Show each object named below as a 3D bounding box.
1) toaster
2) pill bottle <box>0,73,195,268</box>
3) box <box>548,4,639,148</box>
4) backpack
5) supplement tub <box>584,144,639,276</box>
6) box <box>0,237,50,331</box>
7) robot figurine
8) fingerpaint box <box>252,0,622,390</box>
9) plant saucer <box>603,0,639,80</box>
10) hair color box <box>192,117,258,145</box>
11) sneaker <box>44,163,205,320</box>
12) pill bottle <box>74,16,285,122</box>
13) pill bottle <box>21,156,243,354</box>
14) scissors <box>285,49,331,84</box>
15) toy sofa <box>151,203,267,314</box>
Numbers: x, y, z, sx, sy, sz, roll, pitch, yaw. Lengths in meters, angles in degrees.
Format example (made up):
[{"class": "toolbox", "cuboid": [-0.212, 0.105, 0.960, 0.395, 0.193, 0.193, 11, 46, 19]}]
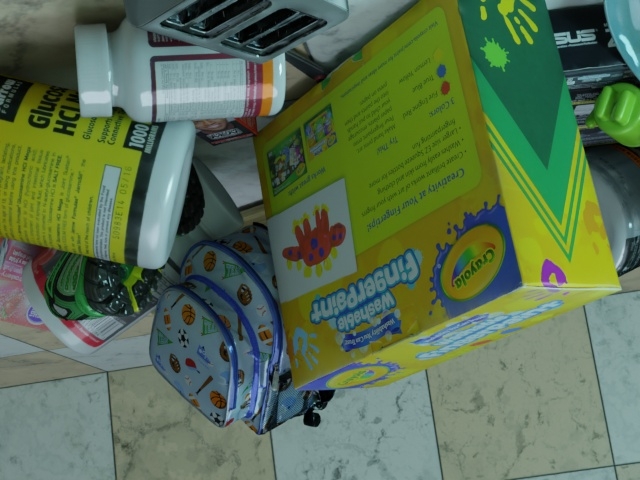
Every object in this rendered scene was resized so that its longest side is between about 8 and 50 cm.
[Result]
[{"class": "toaster", "cuboid": [-0.073, -0.254, 1.062, 0.185, 0.110, 0.168, -20, 162, 39]}, {"class": "pill bottle", "cuboid": [-0.326, -0.089, 1.314, 0.334, 0.188, 0.188, 12, 164, -4]}, {"class": "box", "cuboid": [0.444, -0.218, 1.502, 0.395, 0.097, 0.318, -8, 164, 0]}, {"class": "backpack", "cuboid": [-0.115, 0.118, 1.618, 0.276, 0.263, 0.213, 33, -149, 30]}, {"class": "supplement tub", "cuboid": [0.495, -0.074, 1.748, 0.338, 0.207, 0.207, -21, 176, -36]}, {"class": "box", "cuboid": [-0.500, 0.054, 1.858, 0.154, 0.142, 0.300, 23, 177, 21]}, {"class": "robot figurine", "cuboid": [0.382, -0.155, 1.394, 0.101, 0.067, 0.115, 16, 179, 36]}, {"class": "fingerpaint box", "cuboid": [0.118, -0.046, 1.391, 0.163, 0.371, 0.445, 2, 158, -35]}, {"class": "plant saucer", "cuboid": [0.454, -0.230, 1.206, 0.044, 0.317, 0.317, -49, -178, -23]}, {"class": "hair color box", "cuboid": [-0.142, -0.169, 1.487, 0.072, 0.043, 0.141, -11, 164, 18]}, {"class": "sneaker", "cuboid": [-0.269, -0.028, 1.520, 0.146, 0.343, 0.134, -12, 122, 30]}, {"class": "pill bottle", "cuboid": [-0.156, -0.192, 1.238, 0.221, 0.121, 0.121, -4, 165, -11]}, {"class": "pill bottle", "cuboid": [-0.280, 0.018, 1.718, 0.318, 0.176, 0.176, -36, 161, 6]}, {"class": "scissors", "cuboid": [0.017, -0.213, 1.460, 0.109, 0.021, 0.297, -9, 165, 11]}, {"class": "toy sofa", "cuboid": [-0.137, 0.031, 2.058, 0.362, 0.150, 0.177, -17, 168, 32]}]
